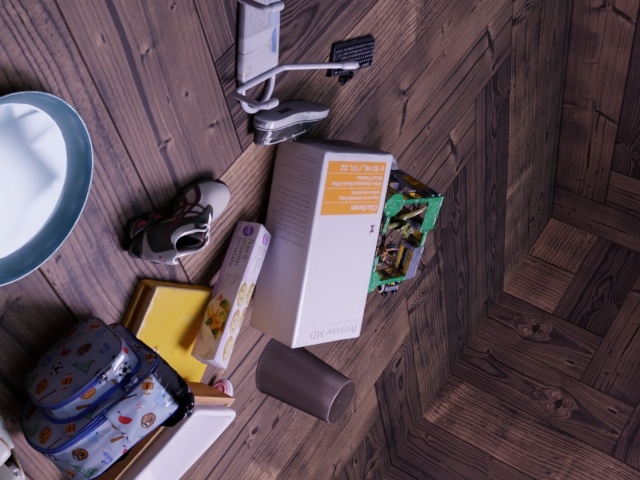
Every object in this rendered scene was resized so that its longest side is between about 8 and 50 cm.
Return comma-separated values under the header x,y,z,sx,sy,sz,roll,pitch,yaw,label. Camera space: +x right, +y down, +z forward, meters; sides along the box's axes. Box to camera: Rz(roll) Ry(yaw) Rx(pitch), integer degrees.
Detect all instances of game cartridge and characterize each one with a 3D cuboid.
x,y,z,sx,sy,sz,roll,pitch,yaw,label
-0.327,0.227,1.894,0.285,0.053,0.324,-66,157,3,game cartridge

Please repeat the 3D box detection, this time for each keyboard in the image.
x,y,z,sx,sy,sz,roll,pitch,yaw,label
0.074,-0.420,2.095,0.180,0.023,0.108,-27,136,-50,keyboard

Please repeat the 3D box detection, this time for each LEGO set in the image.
x,y,z,sx,sy,sz,roll,pitch,yaw,label
0.146,-0.041,2.248,0.255,0.192,0.331,-16,129,-35,LEGO set

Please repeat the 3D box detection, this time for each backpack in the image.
x,y,z,sx,sy,sz,roll,pitch,yaw,label
-0.399,0.283,1.575,0.263,0.276,0.213,-50,120,-12,backpack

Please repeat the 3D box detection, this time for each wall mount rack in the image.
x,y,z,sx,sy,sz,roll,pitch,yaw,label
-0.048,-0.411,1.749,0.304,0.130,0.350,-38,144,-43,wall mount rack

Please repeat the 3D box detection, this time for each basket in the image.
x,y,z,sx,sy,sz,roll,pitch,yaw,label
-0.036,0.378,2.363,0.154,0.227,0.204,-45,147,-35,basket

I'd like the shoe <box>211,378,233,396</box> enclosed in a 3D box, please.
x,y,z,sx,sy,sz,roll,pitch,yaw,label
-0.276,0.413,2.130,0.178,0.063,0.081,-61,159,3,shoe

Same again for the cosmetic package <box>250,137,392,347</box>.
x,y,z,sx,sy,sz,roll,pitch,yaw,label
0.000,0.000,2.051,0.230,0.161,0.453,-4,110,-44,cosmetic package

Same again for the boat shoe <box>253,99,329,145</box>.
x,y,z,sx,sy,sz,roll,pitch,yaw,label
-0.067,-0.254,1.925,0.219,0.078,0.070,-22,131,-44,boat shoe

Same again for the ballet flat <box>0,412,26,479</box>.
x,y,z,sx,sy,sz,roll,pitch,yaw,label
-0.561,0.368,1.497,0.123,0.123,0.348,-42,146,-38,ballet flat

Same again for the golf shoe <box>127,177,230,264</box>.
x,y,z,sx,sy,sz,roll,pitch,yaw,label
-0.250,-0.027,1.728,0.273,0.120,0.105,-40,144,-43,golf shoe

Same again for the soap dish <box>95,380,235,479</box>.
x,y,z,sx,sy,sz,roll,pitch,yaw,label
-0.335,0.420,1.881,0.291,0.118,0.229,-49,158,5,soap dish

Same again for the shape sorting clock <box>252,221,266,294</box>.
x,y,z,sx,sy,sz,roll,pitch,yaw,label
-0.120,0.034,2.112,0.206,0.040,0.206,-43,147,-37,shape sorting clock

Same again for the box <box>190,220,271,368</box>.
x,y,z,sx,sy,sz,roll,pitch,yaw,label
-0.192,0.115,1.932,0.067,0.063,0.324,55,48,-59,box

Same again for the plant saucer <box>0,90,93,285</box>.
x,y,z,sx,sy,sz,roll,pitch,yaw,label
-0.476,-0.079,1.341,0.317,0.044,0.317,-42,146,-38,plant saucer

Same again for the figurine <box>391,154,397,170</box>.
x,y,z,sx,sy,sz,roll,pitch,yaw,label
0.103,-0.123,2.350,0.209,0.092,0.214,-19,128,-51,figurine
